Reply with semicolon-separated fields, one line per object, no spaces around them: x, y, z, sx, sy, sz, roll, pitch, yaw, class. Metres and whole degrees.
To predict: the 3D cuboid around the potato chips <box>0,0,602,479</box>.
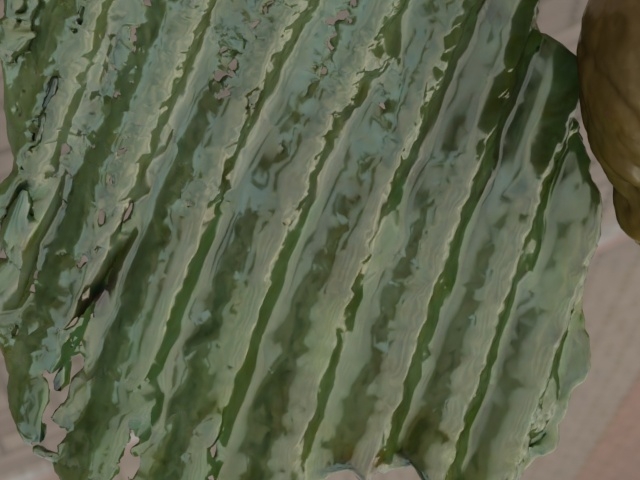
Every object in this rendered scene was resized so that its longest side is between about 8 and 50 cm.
-0.002;-0.008;1.064;0.373;0.389;0.097;-8;-161;-16;potato chips

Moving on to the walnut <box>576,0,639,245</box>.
0.246;-0.085;1.044;0.228;0.228;0.228;-20;161;-7;walnut
